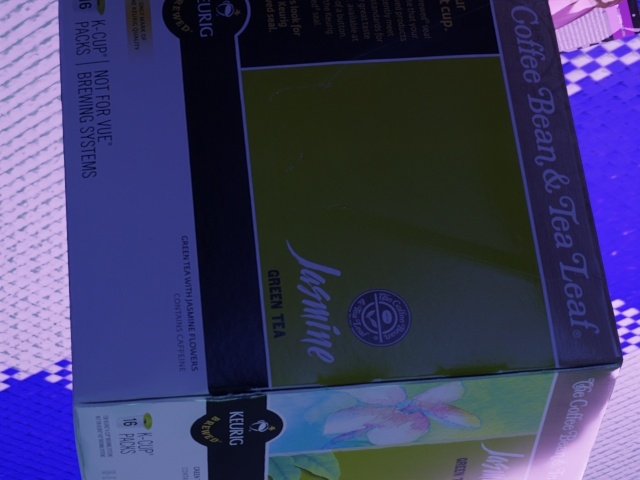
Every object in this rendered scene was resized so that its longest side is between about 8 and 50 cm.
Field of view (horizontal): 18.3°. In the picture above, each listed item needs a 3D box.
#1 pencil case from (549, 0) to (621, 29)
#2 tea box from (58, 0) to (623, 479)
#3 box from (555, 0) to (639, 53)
[{"bbox_3d":[0.127,-0.208,1.443,0.386,0.167,0.160,-21,117,20],"label":"pencil case"},{"bbox_3d":[0.000,0.000,1.292,0.323,0.329,0.220,-4,148,-4],"label":"tea box"},{"bbox_3d":[0.174,-0.189,1.612,0.162,0.029,0.116,-15,149,9],"label":"box"}]
